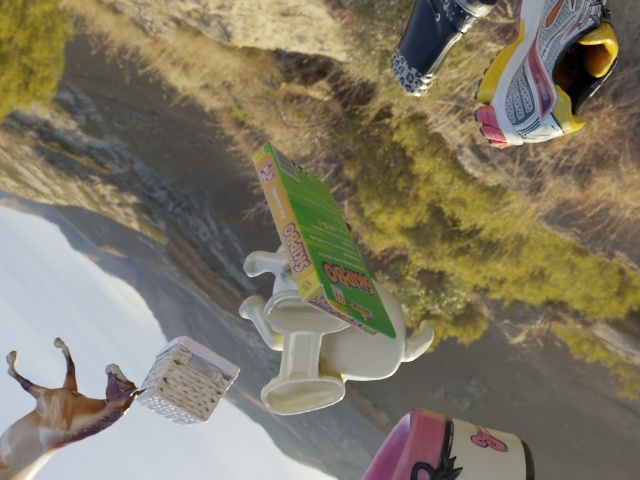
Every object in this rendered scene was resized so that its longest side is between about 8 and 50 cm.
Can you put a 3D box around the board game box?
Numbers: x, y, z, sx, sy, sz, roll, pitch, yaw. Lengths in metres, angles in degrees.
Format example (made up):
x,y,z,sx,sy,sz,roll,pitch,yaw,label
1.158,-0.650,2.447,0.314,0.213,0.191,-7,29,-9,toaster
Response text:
x,y,z,sx,sy,sz,roll,pitch,yaw,label
0.000,0.000,0.657,0.124,0.039,0.259,32,-157,-43,board game box

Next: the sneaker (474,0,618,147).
x,y,z,sx,sy,sz,roll,pitch,yaw,label
0.223,-0.177,0.503,0.088,0.225,0.093,33,166,-37,sneaker

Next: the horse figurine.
x,y,z,sx,sy,sz,roll,pitch,yaw,label
-0.342,0.212,0.638,0.174,0.263,0.066,34,150,32,horse figurine

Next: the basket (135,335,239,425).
x,y,z,sx,sy,sz,roll,pitch,yaw,label
-0.226,0.238,0.956,0.113,0.103,0.167,34,150,-14,basket

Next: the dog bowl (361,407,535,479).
x,y,z,sx,sy,sz,roll,pitch,yaw,label
0.109,0.406,0.759,0.150,0.408,0.408,28,164,8,dog bowl

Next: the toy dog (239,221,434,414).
x,y,z,sx,sy,sz,roll,pitch,yaw,label
0.016,0.107,1.248,0.408,0.395,0.284,-109,12,-60,toy dog

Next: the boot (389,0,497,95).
x,y,z,sx,sy,sz,roll,pitch,yaw,label
0.155,-0.350,0.854,0.178,0.085,0.236,124,144,-45,boot
